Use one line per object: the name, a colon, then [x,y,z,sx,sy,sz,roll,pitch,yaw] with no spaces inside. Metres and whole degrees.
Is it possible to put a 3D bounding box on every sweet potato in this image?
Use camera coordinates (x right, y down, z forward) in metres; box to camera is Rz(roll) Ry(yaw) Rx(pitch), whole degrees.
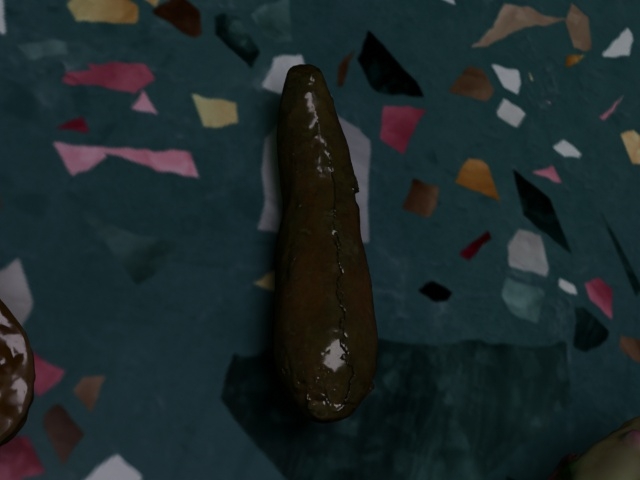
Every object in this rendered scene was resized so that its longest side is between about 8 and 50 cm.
sweet potato: [0.000,0.000,0.854,0.075,0.075,0.273,11,61,-25]

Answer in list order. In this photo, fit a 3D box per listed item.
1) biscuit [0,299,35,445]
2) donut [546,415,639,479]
biscuit: [-0.325,0.038,0.655,0.350,0.070,0.394,24,59,-21]
donut: [0.258,0.308,0.802,0.307,0.150,0.371,-27,82,-42]
